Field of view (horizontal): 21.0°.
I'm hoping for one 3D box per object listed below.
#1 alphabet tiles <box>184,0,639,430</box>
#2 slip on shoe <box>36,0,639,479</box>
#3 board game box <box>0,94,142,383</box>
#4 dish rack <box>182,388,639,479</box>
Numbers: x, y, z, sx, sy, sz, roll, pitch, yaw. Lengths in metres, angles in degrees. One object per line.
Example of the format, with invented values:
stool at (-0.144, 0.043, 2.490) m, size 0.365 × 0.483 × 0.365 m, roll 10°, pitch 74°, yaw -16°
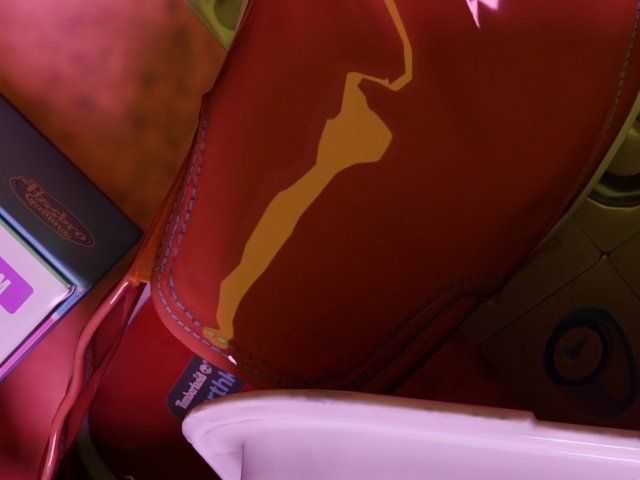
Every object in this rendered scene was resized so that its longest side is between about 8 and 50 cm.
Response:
alphabet tiles at (0.122, -0.087, 0.548) m, size 0.285 × 0.011 × 0.342 m, roll -38°, pitch 96°, yaw 22°
slip on shoe at (0.000, 0.000, 0.522) m, size 0.123 × 0.101 × 0.331 m, roll 32°, pitch 126°, yaw -5°
board game box at (-0.258, 0.026, 0.651) m, size 0.242 × 0.064 × 0.316 m, roll 45°, pitch 112°, yaw -4°
dish rack at (0.138, 0.126, 0.482) m, size 0.333 × 0.285 × 0.072 m, roll 5°, pitch 68°, yaw 12°
